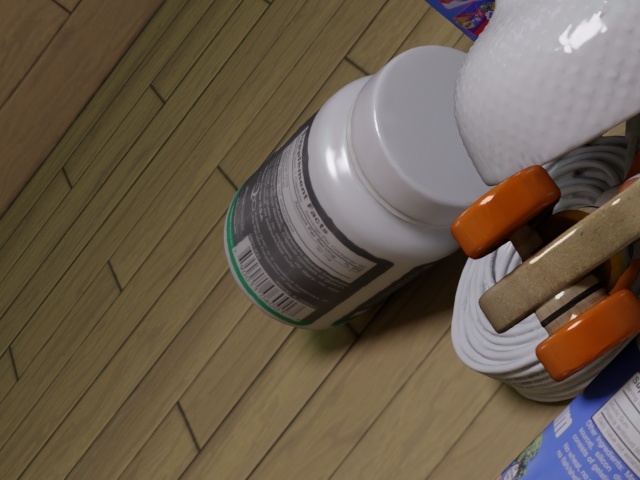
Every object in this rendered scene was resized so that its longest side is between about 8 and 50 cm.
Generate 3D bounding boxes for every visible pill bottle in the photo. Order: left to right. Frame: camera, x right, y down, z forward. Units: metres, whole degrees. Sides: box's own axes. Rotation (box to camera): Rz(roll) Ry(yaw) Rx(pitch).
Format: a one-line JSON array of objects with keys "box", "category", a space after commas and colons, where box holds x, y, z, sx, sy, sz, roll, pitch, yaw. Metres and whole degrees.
[{"box": [0.052, -0.050, 1.583, 0.361, 0.204, 0.204, -38, 27, 57], "category": "pill bottle"}, {"box": [0.258, 0.150, 1.100, 0.272, 0.152, 0.152, -49, 25, 16], "category": "pill bottle"}]

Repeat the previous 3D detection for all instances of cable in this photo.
[{"box": [0.232, 0.025, 1.391, 0.257, 0.089, 0.257, -38, 30, 33], "category": "cable"}]

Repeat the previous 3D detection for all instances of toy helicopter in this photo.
[{"box": [0.274, -0.039, 1.146, 0.355, 0.140, 0.235, -36, -10, 7], "category": "toy helicopter"}]

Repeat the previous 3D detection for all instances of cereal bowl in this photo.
[{"box": [0.250, -0.188, 1.273, 0.339, 0.141, 0.339, -33, 3, 2], "category": "cereal bowl"}]

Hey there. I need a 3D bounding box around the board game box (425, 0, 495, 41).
[{"box": [0.258, -0.333, 1.623, 0.347, 0.233, 0.078, -24, 39, 47], "category": "board game box"}]
